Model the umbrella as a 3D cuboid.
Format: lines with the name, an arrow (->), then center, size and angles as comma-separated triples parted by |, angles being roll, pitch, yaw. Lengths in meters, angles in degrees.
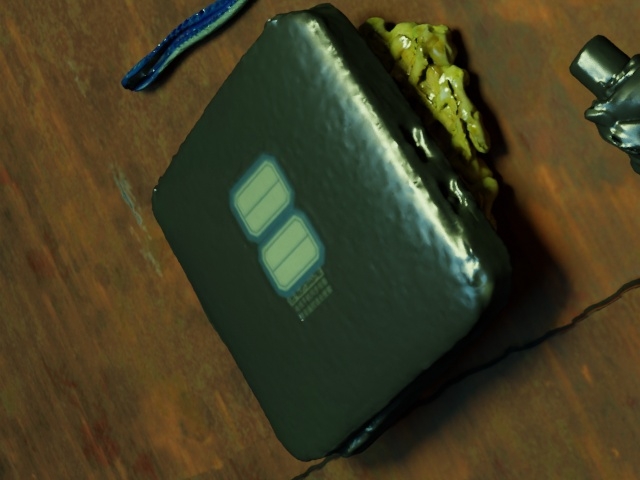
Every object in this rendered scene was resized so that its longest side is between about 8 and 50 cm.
umbrella -> 0.305, -0.061, 1.199 | 0.272, 0.122, 0.110 | 42, 150, 18

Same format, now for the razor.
razor -> -0.119, -0.238, 1.613 | 0.056, 0.093, 0.324 | 35, 138, -12

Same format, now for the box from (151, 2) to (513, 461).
box -> 0.000, 0.000, 1.470 | 0.350, 0.091, 0.359 | 58, 138, 17

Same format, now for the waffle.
waffle -> 0.067, -0.083, 1.471 | 0.245, 0.052, 0.254 | -14, 91, 49
